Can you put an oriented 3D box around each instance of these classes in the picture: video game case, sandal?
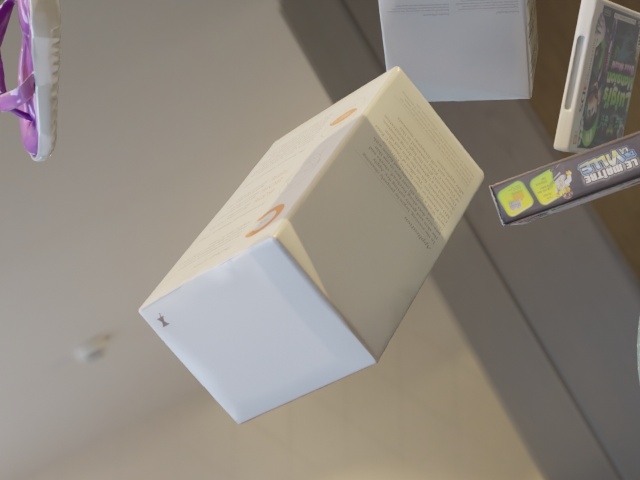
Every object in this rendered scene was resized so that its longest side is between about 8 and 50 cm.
[{"bbox_3d":[0.325,-0.185,1.692,0.022,0.173,0.190,14,8,27],"label":"video game case"},{"bbox_3d":[-0.420,-0.259,2.040,0.102,0.169,0.416,-4,-29,-15],"label":"sandal"}]

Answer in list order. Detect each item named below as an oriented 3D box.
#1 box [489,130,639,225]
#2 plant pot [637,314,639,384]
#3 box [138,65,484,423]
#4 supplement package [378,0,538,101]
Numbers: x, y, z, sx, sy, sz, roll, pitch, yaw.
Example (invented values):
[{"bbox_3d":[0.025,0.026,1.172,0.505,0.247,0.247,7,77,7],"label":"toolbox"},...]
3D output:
[{"bbox_3d":[0.250,-0.063,1.212,0.207,0.036,0.114,-20,-4,15],"label":"box"},{"bbox_3d":[0.464,0.080,1.587,0.290,0.195,0.290,-11,-34,-7],"label":"plant pot"},{"bbox_3d":[0.000,0.000,1.571,0.215,0.168,0.345,-28,17,40],"label":"box"},{"bbox_3d":[0.186,-0.308,1.956,0.194,0.203,0.149,0,33,13],"label":"supplement package"}]
